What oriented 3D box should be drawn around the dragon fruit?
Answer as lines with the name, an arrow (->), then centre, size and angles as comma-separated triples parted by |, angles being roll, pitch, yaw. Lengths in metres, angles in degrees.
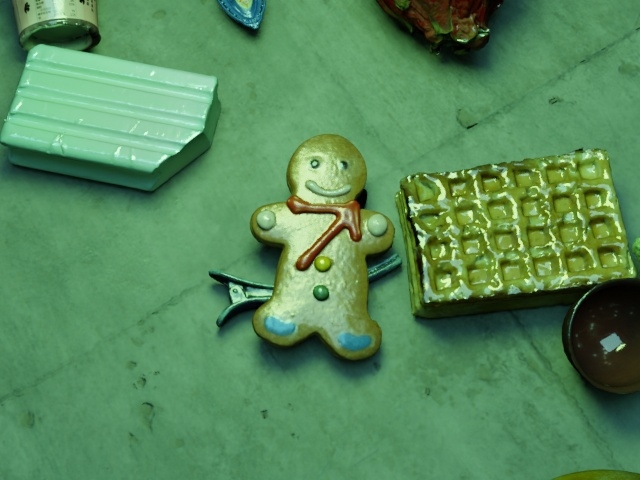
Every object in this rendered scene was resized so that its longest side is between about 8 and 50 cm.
dragon fruit -> 0.178, -0.422, 1.892 | 0.244, 0.244, 0.299 | -19, 78, -6

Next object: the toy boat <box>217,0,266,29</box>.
toy boat -> -0.130, -0.401, 1.956 | 0.091, 0.110, 0.175 | -20, 71, -6

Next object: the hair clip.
hair clip -> -0.017, 0.064, 1.806 | 0.275, 0.048, 0.083 | -7, 70, -7

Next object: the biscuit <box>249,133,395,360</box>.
biscuit -> 0.001, -0.001, 1.782 | 0.205, 0.049, 0.324 | 9, 71, -2

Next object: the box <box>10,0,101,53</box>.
box -> -0.401, -0.359, 1.928 | 0.151, 0.151, 0.135 | -10, 76, -3

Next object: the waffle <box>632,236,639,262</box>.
waffle -> 0.501, 0.061, 1.736 | 0.183, 0.169, 0.036 | 45, 106, 21

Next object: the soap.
soap -> -0.306, -0.176, 1.876 | 0.289, 0.095, 0.173 | 11, 68, 5

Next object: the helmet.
helmet -> 0.400, 0.124, 1.732 | 0.175, 0.106, 0.155 | -22, 93, -10

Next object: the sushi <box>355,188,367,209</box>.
sushi -> 0.035, -0.041, 1.851 | 0.046, 0.044, 0.083 | 11, 65, 29

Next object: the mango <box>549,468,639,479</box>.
mango -> 0.397, 0.389, 1.610 | 0.316, 0.146, 0.193 | 8, 71, -6

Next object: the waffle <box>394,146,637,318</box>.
waffle -> 0.269, -0.008, 1.801 | 0.308, 0.091, 0.213 | -7, 67, -3
